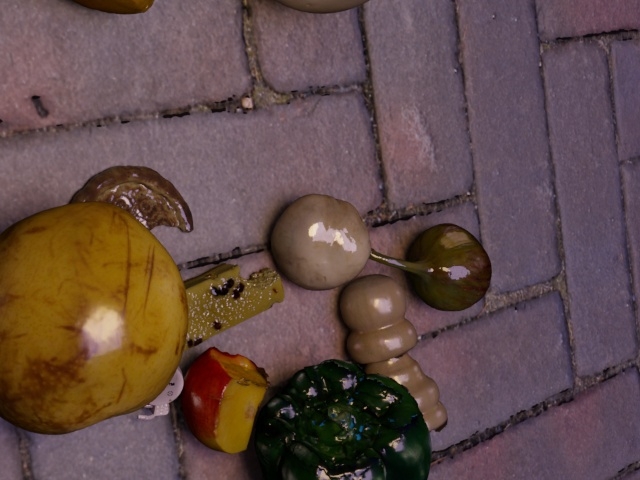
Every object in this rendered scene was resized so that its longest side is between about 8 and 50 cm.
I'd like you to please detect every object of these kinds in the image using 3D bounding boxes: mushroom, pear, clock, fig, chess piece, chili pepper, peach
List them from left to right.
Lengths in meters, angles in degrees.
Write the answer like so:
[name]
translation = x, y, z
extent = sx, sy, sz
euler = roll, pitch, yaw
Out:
[pear]
translation = -0.291, 0.092, 1.244
extent = 0.281, 0.281, 0.280
euler = -2, 92, -39
[clock]
translation = -0.251, 0.197, 1.403
extent = 0.129, 0.041, 0.087
euler = 6, 112, -21
[peach]
translation = -0.140, 0.223, 1.453
extent = 0.118, 0.151, 0.151
euler = 20, 77, -9
[mushroom]
translation = 0.000, 0.000, 1.569
extent = 0.154, 0.122, 0.154
euler = -2, 113, -5
[chili pepper]
translation = 0.028, 0.327, 1.518
extent = 0.249, 0.233, 0.256
euler = -23, 128, -33
[chess piece]
translation = 0.106, 0.180, 1.655
extent = 0.143, 0.143, 0.260
euler = -17, 96, -37
[fig]
translation = 0.170, 0.038, 1.682
extent = 0.245, 0.149, 0.149
euler = 7, 87, -45

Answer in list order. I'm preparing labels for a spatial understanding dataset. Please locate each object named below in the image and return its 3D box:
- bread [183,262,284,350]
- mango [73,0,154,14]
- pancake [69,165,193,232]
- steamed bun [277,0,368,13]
[bread]
translation = -0.149, 0.088, 1.488
extent = 0.226, 0.049, 0.088
euler = -26, 108, -36
[mango]
translation = -0.309, -0.364, 1.278
extent = 0.249, 0.151, 0.156
euler = 35, 36, -31
[pancake]
translation = -0.261, -0.011, 1.414
extent = 0.184, 0.020, 0.190
euler = 32, 72, -36
[steamed bun]
translation = -0.007, -0.486, 1.483
extent = 0.324, 0.206, 0.324
euler = -4, 95, -41
